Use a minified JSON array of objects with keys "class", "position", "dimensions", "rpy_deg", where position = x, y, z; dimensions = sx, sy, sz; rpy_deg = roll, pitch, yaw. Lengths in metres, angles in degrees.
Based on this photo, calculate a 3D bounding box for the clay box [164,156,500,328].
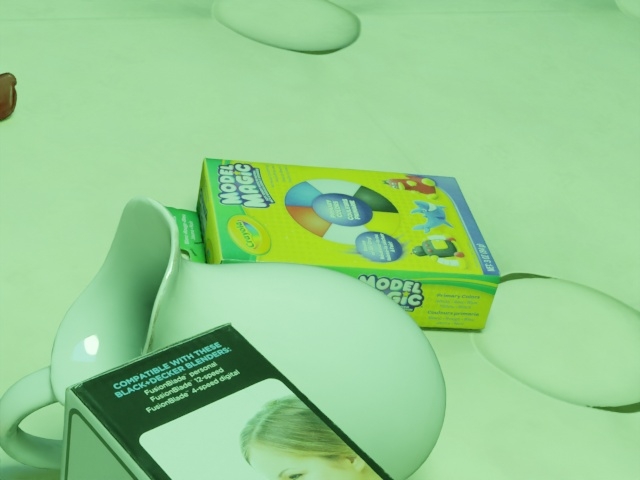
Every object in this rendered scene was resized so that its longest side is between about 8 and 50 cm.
[{"class":"clay box","position":[0.000,0.000,0.870],"dimensions":[0.222,0.053,0.127],"rpy_deg":[4,34,-15]}]

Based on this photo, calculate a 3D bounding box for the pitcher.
[{"class":"pitcher","position":[-0.050,0.081,0.666],"dimensions":[0.207,0.177,0.126],"rpy_deg":[24,37,-37]}]

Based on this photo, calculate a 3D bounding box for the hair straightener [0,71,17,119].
[{"class":"hair straightener","position":[-0.334,-0.089,0.905],"dimensions":[0.089,0.047,0.230],"rpy_deg":[31,42,25]}]

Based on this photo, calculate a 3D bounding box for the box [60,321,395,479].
[{"class":"box","position":[0.006,0.187,0.496],"dimensions":[0.087,0.169,0.290],"rpy_deg":[-20,47,-36]}]
